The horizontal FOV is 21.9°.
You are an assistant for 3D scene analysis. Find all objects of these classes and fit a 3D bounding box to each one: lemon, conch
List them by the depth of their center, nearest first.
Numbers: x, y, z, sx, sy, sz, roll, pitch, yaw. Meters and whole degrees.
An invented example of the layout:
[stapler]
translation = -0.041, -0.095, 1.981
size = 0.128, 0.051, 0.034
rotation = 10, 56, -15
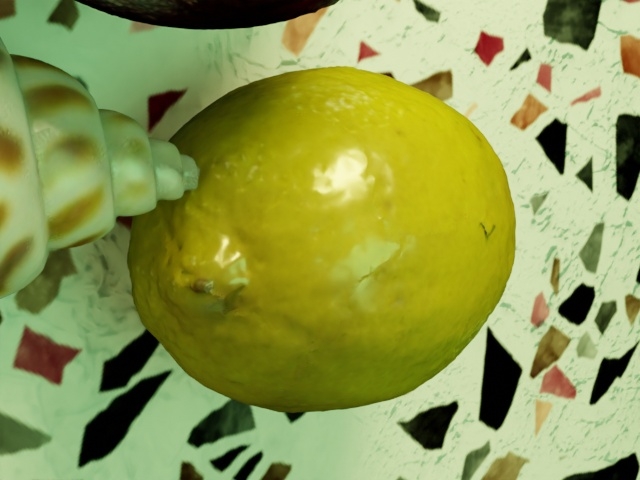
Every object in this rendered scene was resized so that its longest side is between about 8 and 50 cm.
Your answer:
[conch]
translation = -0.207, -0.049, 0.922
size = 0.275, 0.148, 0.183
rotation = 0, 106, -41
[lemon]
translation = 0.003, -0.001, 1.084
size = 0.263, 0.236, 0.236
rotation = 22, 86, -38

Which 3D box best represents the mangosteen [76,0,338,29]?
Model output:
[mangosteen]
translation = -0.059, -0.259, 0.928
size = 0.347, 0.306, 0.307
rotation = 32, 77, -77
